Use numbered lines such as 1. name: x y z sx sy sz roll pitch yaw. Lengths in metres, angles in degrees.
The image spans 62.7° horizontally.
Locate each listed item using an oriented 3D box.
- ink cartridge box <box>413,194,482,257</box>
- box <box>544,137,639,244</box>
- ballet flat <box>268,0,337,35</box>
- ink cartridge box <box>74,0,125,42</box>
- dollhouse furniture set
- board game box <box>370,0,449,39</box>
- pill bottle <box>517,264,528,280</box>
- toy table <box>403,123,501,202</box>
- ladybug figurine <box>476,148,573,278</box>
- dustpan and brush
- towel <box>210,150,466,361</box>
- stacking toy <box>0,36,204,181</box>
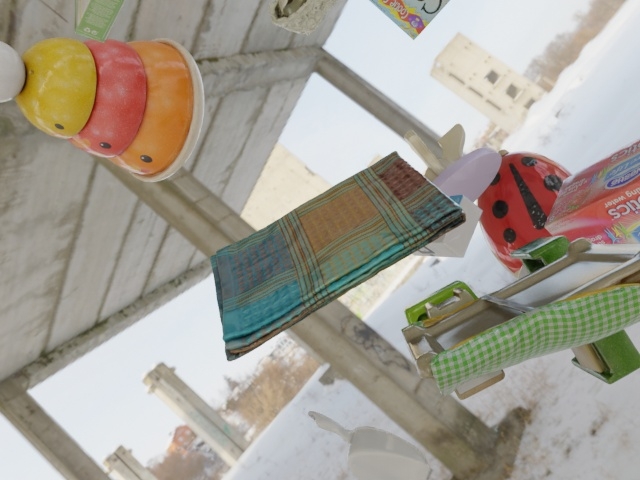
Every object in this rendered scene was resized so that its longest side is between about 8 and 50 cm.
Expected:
1. ink cartridge box: 0.219 -0.026 1.036 0.180 0.060 0.104 1 62 62
2. box: 0.518 -0.068 0.785 0.142 0.154 0.300 -51 8 -36
3. ballet flat: 0.005 -0.586 1.110 0.147 0.147 0.409 -44 2 -36
4. ink cartridge box: -0.328 -0.460 0.838 0.056 0.171 0.235 10 -31 -39
5. dollhouse furniture set: 0.195 0.104 0.474 0.197 0.151 0.301 -29 -4 4
6. board game box: 0.224 -0.535 0.963 0.142 0.144 0.275 -58 11 -30
7. pill bottle: 0.524 0.103 1.076 0.117 0.215 0.117 -162 90 -73
8. toy table: 0.303 -0.166 1.344 0.274 0.161 0.252 -35 -35 -2
9. ladybug figurine: 0.603 -0.071 1.481 0.305 0.449 0.162 -30 -21 16
10. dustpan and brush: 0.068 0.330 0.830 0.060 0.211 0.147 -56 -23 -48
11. towel: 0.000 0.000 0.795 0.370 0.040 0.271 -31 31 2
12. stacking toy: -0.533 -0.321 1.145 0.480 0.350 0.350 1 -48 -51
